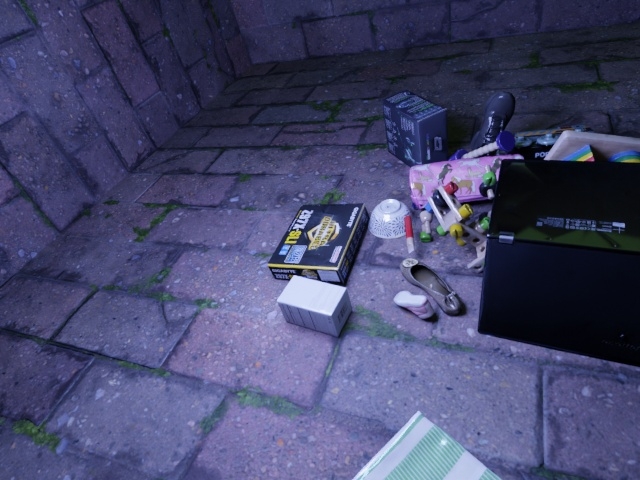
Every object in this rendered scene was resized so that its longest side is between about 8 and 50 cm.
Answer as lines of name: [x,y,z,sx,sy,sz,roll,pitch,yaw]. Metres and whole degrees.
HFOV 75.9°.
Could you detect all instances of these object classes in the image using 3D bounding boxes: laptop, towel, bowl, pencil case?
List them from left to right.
bowl: [0.244,-0.091,1.433,0.170,0.080,0.170,-10,41,9]
towel: [0.237,0.515,0.780,0.248,0.038,0.325,-36,44,-22]
pencil case: [0.502,-0.199,1.410,0.387,0.167,0.160,-6,7,12]
laptop: [0.609,0.032,0.986,0.383,0.236,0.407,8,58,26]

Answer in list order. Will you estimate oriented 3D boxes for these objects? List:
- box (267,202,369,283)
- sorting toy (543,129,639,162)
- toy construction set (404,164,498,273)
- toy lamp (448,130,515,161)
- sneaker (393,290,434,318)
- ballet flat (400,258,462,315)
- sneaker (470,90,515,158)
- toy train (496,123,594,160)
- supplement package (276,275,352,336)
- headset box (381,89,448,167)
box: [0.000,0.000,1.404,0.257,0.079,0.321,0,43,28]
sorting toy: [0.773,-0.177,1.182,0.258,0.255,0.089,7,57,2]
toy construction set: [0.406,-0.014,1.213,0.309,0.257,0.237,-19,49,29]
toy lamp: [0.568,-0.317,1.487,0.080,0.080,0.275,-35,6,-21]
sneaker: [0.263,0.184,1.146,0.051,0.070,0.134,-46,18,-18]
ballet flat: [0.316,0.119,1.186,0.084,0.058,0.250,-25,41,-11]
sneaker: [0.637,-0.404,1.510,0.109,0.286,0.130,12,51,10]
toy train: [0.815,-0.336,1.486,0.334,0.142,0.190,-3,29,20]
supplement package: [-0.016,0.187,1.185,0.180,0.105,0.105,11,48,28]
headset box: [0.382,-0.431,1.642,0.131,0.246,0.283,-26,40,-9]
